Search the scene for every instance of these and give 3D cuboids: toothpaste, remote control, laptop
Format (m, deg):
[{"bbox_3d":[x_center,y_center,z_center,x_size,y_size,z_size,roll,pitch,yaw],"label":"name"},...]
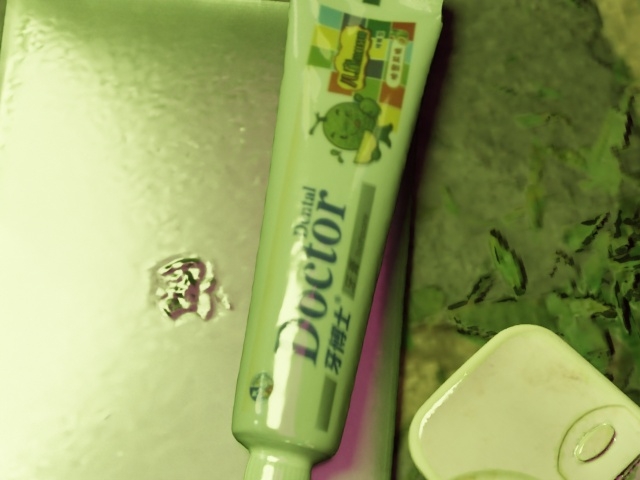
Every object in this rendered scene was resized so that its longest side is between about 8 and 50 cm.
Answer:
[{"bbox_3d":[0.000,0.000,0.707,0.067,0.037,0.255,11,75,1],"label":"toothpaste"},{"bbox_3d":[0.135,0.137,0.681,0.090,0.049,0.230,-42,80,-8],"label":"remote control"},{"bbox_3d":[-0.057,0.022,0.726,0.187,0.015,0.269,4,78,2],"label":"laptop"}]
